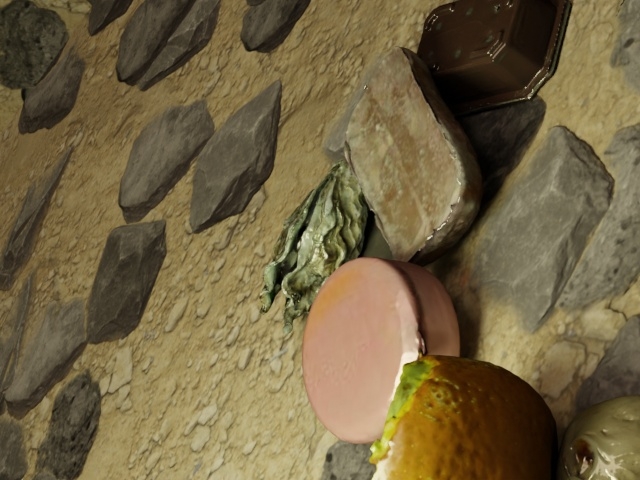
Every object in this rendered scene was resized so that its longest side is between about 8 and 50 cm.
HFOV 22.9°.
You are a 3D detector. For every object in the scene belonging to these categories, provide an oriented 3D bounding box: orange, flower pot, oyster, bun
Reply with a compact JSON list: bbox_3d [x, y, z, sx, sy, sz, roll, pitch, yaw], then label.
[{"bbox_3d":[0.160,0.261,1.711,0.334,0.196,0.263,51,-124,-76],"label":"orange"},{"bbox_3d":[0.222,-0.275,2.197,0.251,0.084,0.179,-9,59,53],"label":"flower pot"},{"bbox_3d":[0.000,0.000,2.268,0.268,0.112,0.198,-59,7,23],"label":"oyster"},{"bbox_3d":[0.304,0.243,1.649,0.166,0.113,0.173,-37,38,37],"label":"bun"}]

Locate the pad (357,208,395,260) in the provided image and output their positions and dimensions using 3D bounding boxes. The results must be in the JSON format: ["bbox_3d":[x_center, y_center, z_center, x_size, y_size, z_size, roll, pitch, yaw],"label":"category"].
[{"bbox_3d":[0.053,0.006,2.287,0.233,0.022,0.174,-15,55,51],"label":"pad"}]

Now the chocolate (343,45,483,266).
[{"bbox_3d":[0.136,-0.112,2.148,0.185,0.100,0.303,-59,40,35],"label":"chocolate"}]

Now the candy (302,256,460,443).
[{"bbox_3d":[0.079,0.142,2.027,0.255,0.094,0.255,-16,70,50],"label":"candy"}]
